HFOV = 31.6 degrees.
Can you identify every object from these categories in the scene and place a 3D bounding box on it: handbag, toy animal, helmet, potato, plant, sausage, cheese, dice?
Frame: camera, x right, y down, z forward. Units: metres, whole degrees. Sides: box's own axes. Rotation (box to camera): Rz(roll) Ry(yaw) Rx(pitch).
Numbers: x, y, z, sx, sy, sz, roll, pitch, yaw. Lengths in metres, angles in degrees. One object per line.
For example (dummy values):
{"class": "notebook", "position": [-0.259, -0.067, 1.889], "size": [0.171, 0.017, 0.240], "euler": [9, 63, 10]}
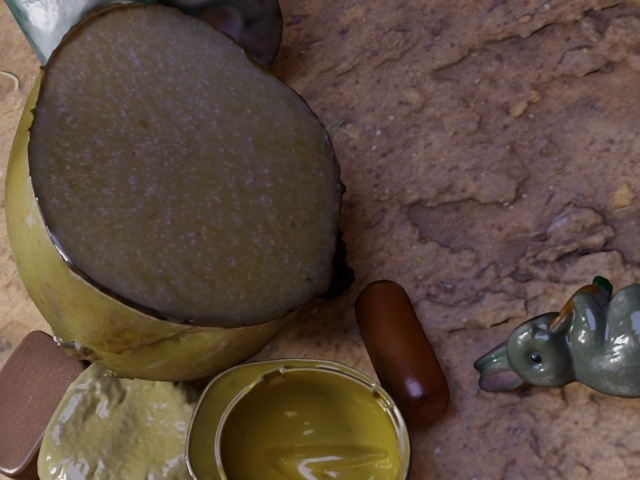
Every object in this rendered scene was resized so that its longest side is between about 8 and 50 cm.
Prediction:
{"class": "handbag", "position": [-0.383, 0.231, 1.537], "size": [0.151, 0.072, 0.193], "euler": [21, 72, 32]}
{"class": "toy animal", "position": [0.278, 0.121, 1.264], "size": [0.251, 0.125, 0.127], "euler": [-17, 30, 23]}
{"class": "helmet", "position": [-0.014, 0.252, 1.309], "size": [0.256, 0.140, 0.205], "euler": [10, 67, 16]}
{"class": "potato", "position": [-0.204, -0.033, 1.406], "size": [0.319, 0.385, 0.442], "euler": [-44, 45, 52]}
{"class": "plant", "position": [0.000, 0.000, 1.479], "size": [0.085, 0.087, 0.174], "euler": [2, 55, -13]}
{"class": "sausage", "position": [0.094, 0.131, 1.366], "size": [0.076, 0.076, 0.198], "euler": [-29, 55, 9]}
{"class": "cheese", "position": [-0.233, 0.255, 1.422], "size": [0.213, 0.117, 0.226], "euler": [25, 70, 18]}
{"class": "dice", "position": [-0.268, -0.360, 1.605], "size": [0.330, 0.328, 0.348], "euler": [-32, 56, -9]}
